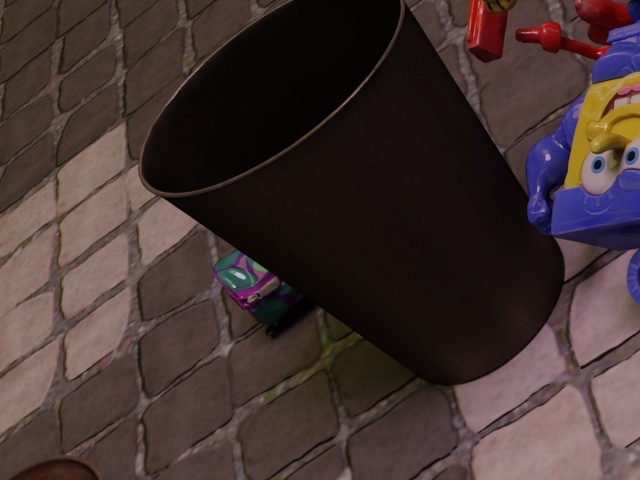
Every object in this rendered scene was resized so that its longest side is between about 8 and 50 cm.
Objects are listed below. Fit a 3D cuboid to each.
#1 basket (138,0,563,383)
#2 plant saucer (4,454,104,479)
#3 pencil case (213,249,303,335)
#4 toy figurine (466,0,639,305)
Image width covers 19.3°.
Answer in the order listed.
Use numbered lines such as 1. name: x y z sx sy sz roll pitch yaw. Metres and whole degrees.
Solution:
1. basket: 0.035 -0.025 1.171 0.204 0.227 0.154 -24 37 31
2. plant saucer: -0.215 0.246 1.344 0.198 0.036 0.199 -31 33 23
3. pencil case: 0.000 0.000 1.343 0.151 0.064 0.070 -36 16 17
4. toy figurine: 0.235 -0.062 1.076 0.362 0.191 0.217 -8 66 47
